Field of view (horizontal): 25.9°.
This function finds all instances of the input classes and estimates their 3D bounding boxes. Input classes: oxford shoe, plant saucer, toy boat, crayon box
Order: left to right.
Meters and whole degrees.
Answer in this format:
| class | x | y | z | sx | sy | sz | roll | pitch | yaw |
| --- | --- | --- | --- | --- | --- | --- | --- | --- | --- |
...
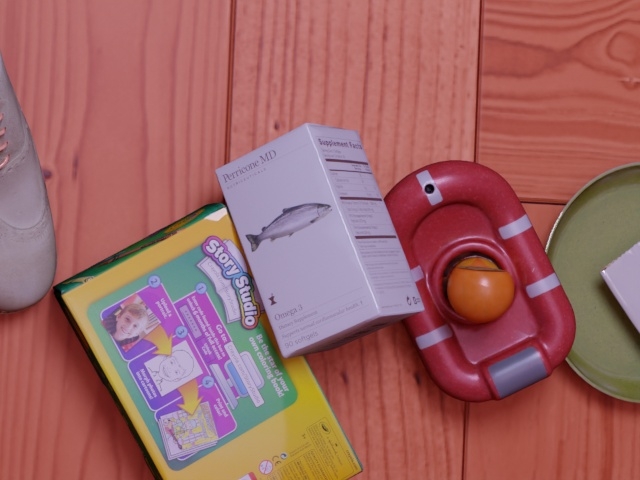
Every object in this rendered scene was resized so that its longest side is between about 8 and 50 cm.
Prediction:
| class | x | y | z | sx | sy | sz | roll | pitch | yaw |
| --- | --- | --- | --- | --- | --- | --- | --- | --- | --- |
| oxford shoe | -0.305 | -0.094 | 1.120 | 0.140 | 0.146 | 0.397 | -30 | 120 | -18 |
| crayon box | -0.101 | 0.126 | 1.253 | 0.165 | 0.081 | 0.278 | -29 | 97 | -14 |
| toy boat | 0.141 | 0.038 | 1.272 | 0.151 | 0.151 | 0.231 | -27 | 92 | 1 |
| plant saucer | 0.324 | 0.042 | 1.397 | 0.241 | 0.037 | 0.241 | 0 | 89 | -16 |

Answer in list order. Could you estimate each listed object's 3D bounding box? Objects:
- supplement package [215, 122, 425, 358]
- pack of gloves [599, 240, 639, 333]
| class | x | y | z | sx | sy | sz | roll | pitch | yaw |
| --- | --- | --- | --- | --- | --- | --- | --- | --- | --- |
| supplement package | 0.000 | 0.000 | 1.230 | 0.105 | 0.105 | 0.179 | -26 | 79 | 25 |
| pack of gloves | 0.415 | 0.077 | 1.381 | 0.195 | 0.046 | 0.232 | -33 | 98 | -15 |
